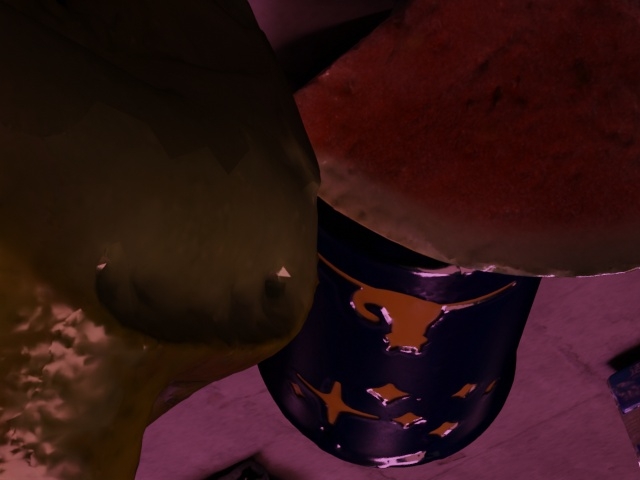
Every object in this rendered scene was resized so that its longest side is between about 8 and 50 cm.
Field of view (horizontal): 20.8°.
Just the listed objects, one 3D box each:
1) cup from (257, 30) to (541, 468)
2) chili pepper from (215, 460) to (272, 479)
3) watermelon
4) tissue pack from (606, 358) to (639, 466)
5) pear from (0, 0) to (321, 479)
[{"bbox_3d":[0.013,0.016,1.036,0.255,0.178,0.256,-18,152,-13],"label":"cup"},{"bbox_3d":[-0.045,0.299,1.609,0.099,0.136,0.270,-1,160,20],"label":"chili pepper"},{"bbox_3d":[0.110,-0.090,0.864,0.260,0.256,0.176,-31,132,20],"label":"watermelon"},{"bbox_3d":[0.427,0.130,1.651,0.269,0.137,0.209,-28,155,18],"label":"tissue pack"},{"bbox_3d":[-0.157,-0.011,0.695,0.238,0.318,0.342,-40,148,24],"label":"pear"}]
